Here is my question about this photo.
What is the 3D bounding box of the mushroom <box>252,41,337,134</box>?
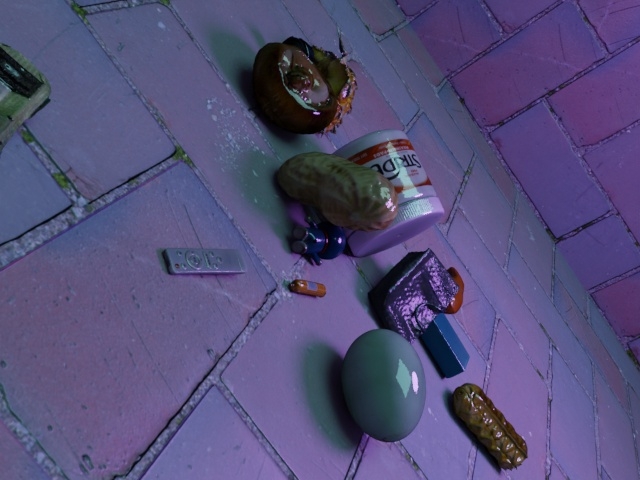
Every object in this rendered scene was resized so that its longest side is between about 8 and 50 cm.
[{"bbox_3d":[-0.070,-0.382,1.792,0.253,0.153,0.253,37,37,-34],"label":"mushroom"}]

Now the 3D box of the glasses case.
[{"bbox_3d":[0.285,0.211,1.882,0.301,0.070,0.117,58,22,2],"label":"glasses case"}]

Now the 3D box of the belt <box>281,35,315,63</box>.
[{"bbox_3d":[-0.070,-0.483,1.940,0.058,0.105,0.140,-5,92,-64],"label":"belt"}]

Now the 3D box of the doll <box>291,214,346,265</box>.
[{"bbox_3d":[0.000,0.000,1.602,0.151,0.085,0.114,-2,98,-48],"label":"doll"}]

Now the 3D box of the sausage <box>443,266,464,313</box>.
[{"bbox_3d":[0.370,0.148,2.060,0.089,0.089,0.179,50,33,-17],"label":"sausage"}]

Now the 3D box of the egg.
[{"bbox_3d":[0.126,0.287,1.425,0.168,0.168,0.231,30,43,-43],"label":"egg"}]

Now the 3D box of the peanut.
[{"bbox_3d":[0.036,-0.112,1.600,0.153,0.325,0.140,-52,144,-24],"label":"peanut"}]

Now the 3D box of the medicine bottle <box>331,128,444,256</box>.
[{"bbox_3d":[0.147,-0.118,1.775,0.252,0.252,0.241,-5,67,-60],"label":"medicine bottle"}]

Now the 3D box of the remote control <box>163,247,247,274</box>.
[{"bbox_3d":[-0.206,0.040,1.284,0.184,0.027,0.050,3,58,-52],"label":"remote control"}]

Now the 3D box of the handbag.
[{"bbox_3d":[0.236,0.138,1.773,0.270,0.088,0.175,-41,105,-31],"label":"handbag"}]

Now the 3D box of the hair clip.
[{"bbox_3d":[-0.480,-0.178,0.987,0.138,0.091,0.321,37,21,-20],"label":"hair clip"}]

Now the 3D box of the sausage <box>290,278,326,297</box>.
[{"bbox_3d":[-0.030,0.099,1.507,0.107,0.031,0.031,18,48,-51],"label":"sausage"}]

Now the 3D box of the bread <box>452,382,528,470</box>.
[{"bbox_3d":[0.431,0.473,1.831,0.269,0.098,0.087,50,-13,-16],"label":"bread"}]

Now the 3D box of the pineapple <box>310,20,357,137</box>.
[{"bbox_3d":[0.051,-0.439,2.042,0.161,0.158,0.335,32,37,-41],"label":"pineapple"}]
